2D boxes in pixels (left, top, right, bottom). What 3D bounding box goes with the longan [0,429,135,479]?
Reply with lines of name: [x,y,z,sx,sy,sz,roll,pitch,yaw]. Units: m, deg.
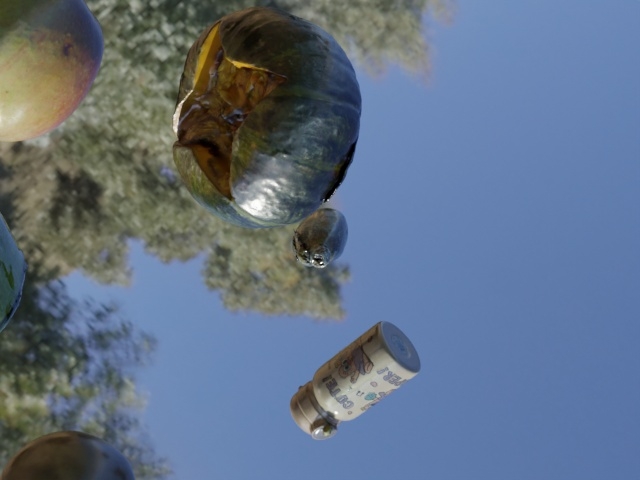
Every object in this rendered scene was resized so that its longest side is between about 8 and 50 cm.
longan: [-0.327,0.350,1.305,0.185,0.204,0.159,-24,-177,-32]

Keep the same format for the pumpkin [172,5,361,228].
pumpkin: [-0.056,-0.130,1.067,0.238,0.159,0.238,-1,-91,43]

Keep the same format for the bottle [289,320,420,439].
bottle: [0.047,0.222,1.507,0.209,0.097,0.110,-40,-140,21]

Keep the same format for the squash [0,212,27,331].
squash: [-0.452,-0.052,0.928,0.310,0.308,0.310,3,-137,-3]

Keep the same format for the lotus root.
lotus root: [-0.002,-0.002,1.542,0.088,0.088,0.165,-29,-169,21]

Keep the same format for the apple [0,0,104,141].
apple: [-0.508,-0.337,1.634,0.277,0.319,0.319,-39,-153,5]
